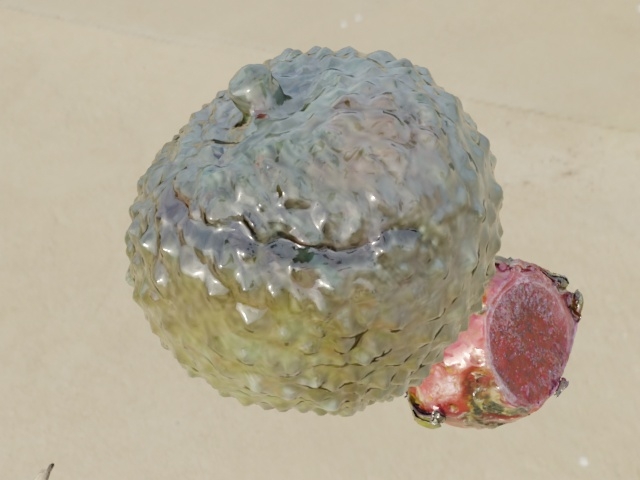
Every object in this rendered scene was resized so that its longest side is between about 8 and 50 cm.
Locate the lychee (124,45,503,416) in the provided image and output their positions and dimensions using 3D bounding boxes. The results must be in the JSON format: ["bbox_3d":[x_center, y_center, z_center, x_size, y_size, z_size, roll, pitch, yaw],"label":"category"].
[{"bbox_3d":[0.000,0.000,0.717,0.255,0.274,0.255,-14,31,9],"label":"lychee"}]

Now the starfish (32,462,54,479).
[{"bbox_3d":[-0.083,0.292,0.440,0.084,0.302,0.293,-10,22,7],"label":"starfish"}]

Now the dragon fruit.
[{"bbox_3d":[0.214,0.108,1.303,0.282,0.211,0.147,-49,13,-29],"label":"dragon fruit"}]
